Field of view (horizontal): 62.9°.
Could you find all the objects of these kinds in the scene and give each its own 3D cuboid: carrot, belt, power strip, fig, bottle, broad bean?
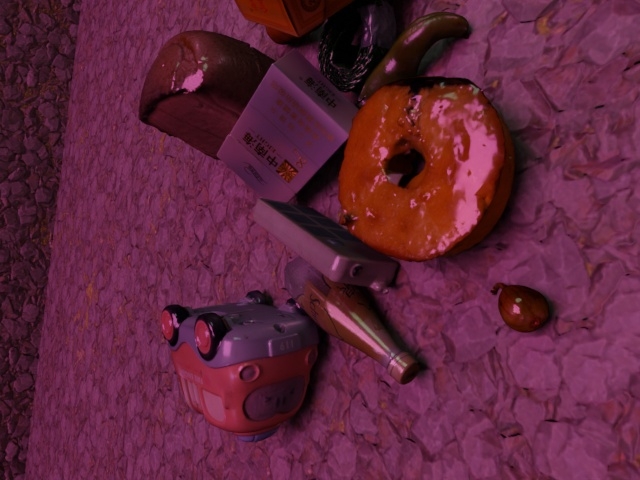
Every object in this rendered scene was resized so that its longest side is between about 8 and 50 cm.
[{"bbox_3d":[-0.039,-0.381,0.903,0.336,0.069,0.069,-140,65,-66],"label":"carrot"},{"bbox_3d":[0.064,-0.304,0.814,0.121,0.079,0.151,41,128,36],"label":"belt"},{"bbox_3d":[0.000,0.000,0.801,0.270,0.118,0.046,36,108,47],"label":"power strip"},{"bbox_3d":[0.218,0.069,0.591,0.050,0.050,0.083,-69,22,16],"label":"fig"},{"bbox_3d":[0.040,0.109,0.762,0.270,0.083,0.083,40,114,44],"label":"bottle"},{"bbox_3d":[0.114,-0.246,0.748,0.214,0.070,0.048,-35,32,40],"label":"broad bean"}]

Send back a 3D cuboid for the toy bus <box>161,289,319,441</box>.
[{"bbox_3d":[-0.141,0.211,0.887,0.288,0.194,0.231,4,94,50],"label":"toy bus"}]

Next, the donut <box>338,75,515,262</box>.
[{"bbox_3d":[0.127,-0.089,0.667,0.254,0.119,0.253,-15,70,50],"label":"donut"}]

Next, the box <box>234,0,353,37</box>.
[{"bbox_3d":[0.019,-0.411,0.761,0.274,0.076,0.174,-38,42,-11],"label":"box"}]

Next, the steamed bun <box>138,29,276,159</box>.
[{"bbox_3d":[-0.199,-0.294,1.008,0.301,0.252,0.199,-6,66,52],"label":"steamed bun"}]

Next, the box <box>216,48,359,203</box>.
[{"bbox_3d":[-0.056,-0.165,0.847,0.155,0.067,0.243,43,140,-4],"label":"box"}]
